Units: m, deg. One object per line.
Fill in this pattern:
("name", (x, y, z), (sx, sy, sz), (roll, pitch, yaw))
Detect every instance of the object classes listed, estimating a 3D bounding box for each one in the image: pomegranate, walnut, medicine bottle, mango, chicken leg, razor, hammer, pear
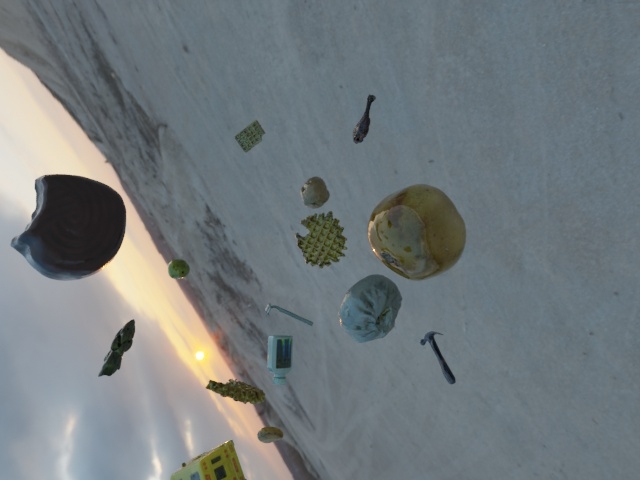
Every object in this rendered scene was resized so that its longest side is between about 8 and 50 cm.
("pomegranate", (0.407, -0.040, 1.682), (0.417, 0.416, 0.417), (50, 158, 28))
("walnut", (-0.026, -0.237, 2.030), (0.166, 0.149, 0.167), (-170, 90, -87))
("medicine bottle", (-0.196, 0.578, 1.966), (0.083, 0.121, 0.229), (-9, 76, 50))
("mango", (-0.213, 0.827, 1.719), (0.057, 0.114, 0.079), (-83, -15, -55))
("chicken leg", (0.184, -0.506, 1.736), (0.253, 0.051, 0.106), (114, 163, -57))
("razor", (-0.127, 0.314, 1.707), (0.211, 0.036, 0.084), (20, 150, -6))
("hammer", (0.605, 0.586, 2.034), (0.137, 0.037, 0.290), (-56, 35, 30))
("pear", (-0.592, 0.116, 1.677), (0.096, 0.092, 0.092), (10, 133, 32))

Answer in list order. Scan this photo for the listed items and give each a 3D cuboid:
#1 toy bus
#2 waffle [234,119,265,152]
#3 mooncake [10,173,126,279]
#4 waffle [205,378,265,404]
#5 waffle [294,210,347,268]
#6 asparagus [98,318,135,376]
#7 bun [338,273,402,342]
("toy bus", (-0.358, 0.738, 1.250), (0.330, 0.152, 0.144), (-44, 64, 40))
("waffle", (-0.308, -0.459, 1.787), (0.092, 0.135, 0.021), (56, -158, -13))
("mooncake", (-0.776, -0.055, 1.266), (0.174, 0.326, 0.334), (-19, 114, 47))
("waffle", (-0.395, 0.736, 1.987), (0.259, 0.069, 0.293), (13, 168, 16))
("waffle", (0.000, 0.000, 1.699), (0.051, 0.228, 0.232), (-30, -79, -66))
("asparagus", (-0.786, 0.423, 1.581), (0.287, 0.080, 0.080), (-90, -11, -50))
("bun", (0.260, 0.345, 1.965), (0.194, 0.354, 0.355), (36, 149, 53))
